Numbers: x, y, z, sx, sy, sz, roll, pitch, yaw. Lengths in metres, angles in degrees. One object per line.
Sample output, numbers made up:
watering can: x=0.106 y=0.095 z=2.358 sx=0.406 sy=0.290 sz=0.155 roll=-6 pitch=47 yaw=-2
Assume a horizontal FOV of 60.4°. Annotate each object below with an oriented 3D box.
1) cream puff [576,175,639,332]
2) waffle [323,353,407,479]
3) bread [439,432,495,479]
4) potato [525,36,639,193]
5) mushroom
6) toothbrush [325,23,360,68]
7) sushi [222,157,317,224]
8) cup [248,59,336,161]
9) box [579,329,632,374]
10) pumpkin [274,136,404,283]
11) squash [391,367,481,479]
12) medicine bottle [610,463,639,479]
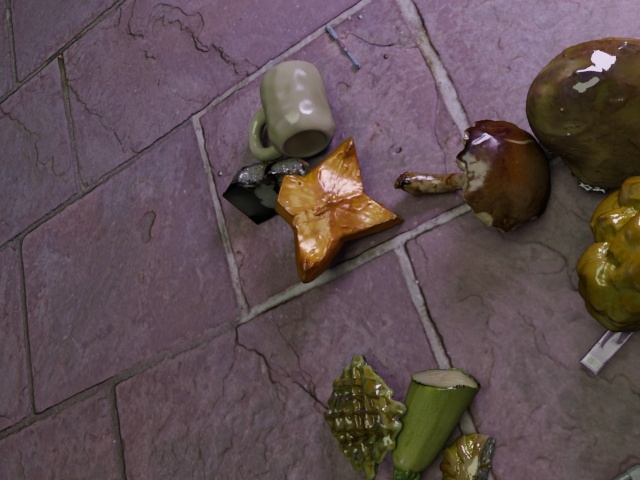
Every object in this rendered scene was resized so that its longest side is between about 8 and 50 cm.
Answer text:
cream puff: x=0.572 y=-0.006 z=0.903 sx=0.325 sy=0.291 sz=0.257 roll=-19 pitch=61 yaw=12
waffle: x=0.081 y=0.374 z=1.173 sx=0.223 sy=0.054 sz=0.204 roll=45 pitch=121 yaw=50
bread: x=0.282 y=0.442 z=1.081 sx=0.094 sy=0.083 sz=0.157 roll=40 pitch=99 yaw=43
potato: x=0.532 y=-0.259 z=1.000 sx=0.289 sy=0.237 sz=0.300 roll=-31 pitch=62 yaw=9
mushroom: x=0.337 y=-0.158 z=1.170 sx=0.302 sy=0.233 sz=0.207 roll=40 pitch=124 yaw=53
toothbrush: x=0.058 y=-0.529 z=1.487 sx=0.013 sy=0.019 sz=0.193 roll=-39 pitch=60 yaw=16
sushi: x=-0.110 y=-0.164 z=1.437 sx=0.273 sy=0.134 sz=0.109 roll=-25 pitch=39 yaw=29
cup: x=-0.097 y=-0.317 z=1.419 sx=0.255 sy=0.173 sz=0.202 roll=-19 pitch=67 yaw=13
box: x=0.531 y=0.193 z=1.016 sx=0.036 sy=0.051 sz=0.117 roll=40 pitch=97 yaw=23
pumpkin: x=0.017 y=-0.072 z=1.283 sx=0.290 sy=0.095 sz=0.258 roll=-30 pitch=77 yaw=-12
squash: x=0.199 y=0.381 z=1.124 sx=0.137 sy=0.137 sz=0.287 roll=34 pitch=103 yaw=31
medicine bottle: x=0.492 y=0.485 z=0.961 sx=0.221 sy=0.061 sz=0.092 roll=-40 pitch=43 yaw=14
